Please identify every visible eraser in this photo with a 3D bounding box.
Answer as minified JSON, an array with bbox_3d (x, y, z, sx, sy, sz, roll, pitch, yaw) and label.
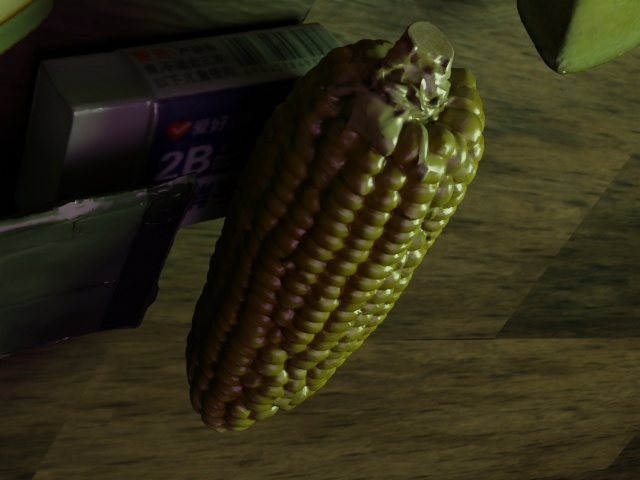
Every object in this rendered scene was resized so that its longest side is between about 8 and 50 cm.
[{"bbox_3d":[-0.086,-0.069,0.882,0.210,0.068,0.124,-14,143,-34],"label":"eraser"}]

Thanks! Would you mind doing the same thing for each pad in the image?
[{"bbox_3d":[-0.176,0.026,0.864,0.174,0.022,0.233,-15,161,-20],"label":"pad"}]

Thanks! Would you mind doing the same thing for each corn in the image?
[{"bbox_3d":[0.000,0.000,0.876,0.130,0.130,0.347,-11,145,-36],"label":"corn"}]

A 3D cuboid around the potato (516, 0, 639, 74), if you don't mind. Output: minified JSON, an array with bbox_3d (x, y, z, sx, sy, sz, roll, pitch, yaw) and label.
[{"bbox_3d":[0.208,-0.243,0.931,0.269,0.112,0.255,2,133,-42],"label":"potato"}]

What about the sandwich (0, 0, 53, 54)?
[{"bbox_3d":[-0.221,-0.142,0.710,0.163,0.113,0.079,-55,169,-54],"label":"sandwich"}]
